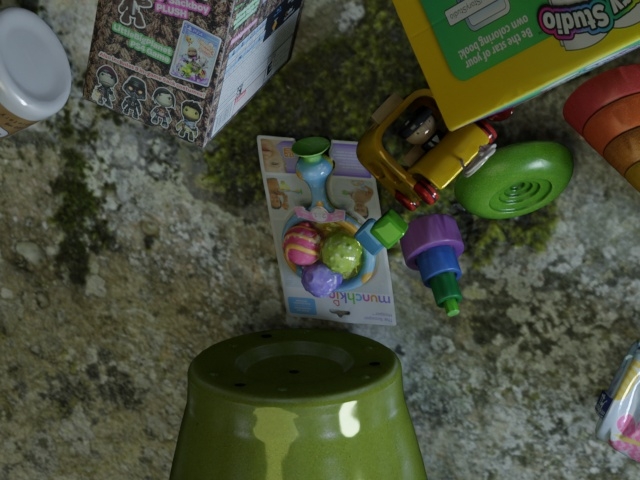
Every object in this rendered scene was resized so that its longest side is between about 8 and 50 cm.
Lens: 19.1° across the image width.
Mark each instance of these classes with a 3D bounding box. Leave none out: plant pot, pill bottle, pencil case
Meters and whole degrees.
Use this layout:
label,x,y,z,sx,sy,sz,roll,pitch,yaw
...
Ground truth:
label,x,y,z,sx,sy,sz,roll,pitch,yaw
plant pot,-0.025,0.298,2.138,0.366,0.366,0.353,6,109,21
pill bottle,-0.405,-0.164,2.148,0.229,0.131,0.131,-22,107,32
pencil case,0.425,0.204,1.984,0.273,0.113,0.124,26,111,9

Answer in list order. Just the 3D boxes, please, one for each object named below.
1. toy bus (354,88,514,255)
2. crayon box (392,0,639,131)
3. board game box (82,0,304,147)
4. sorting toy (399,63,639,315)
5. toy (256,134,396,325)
label,x,y,z,sx,sy,sz,roll,pitch,yaw
toy bus,0.099,-0.101,1.922,0.104,0.191,0.202,44,126,-4
crayon box,0.194,-0.303,1.702,0.363,0.106,0.313,-24,91,53
board game box,-0.104,-0.282,1.884,0.141,0.232,0.291,22,124,11
sorting toy,0.229,-0.032,1.916,0.365,0.127,0.126,-36,57,34
toy,0.000,0.000,2.108,0.137,0.056,0.237,5,120,23
